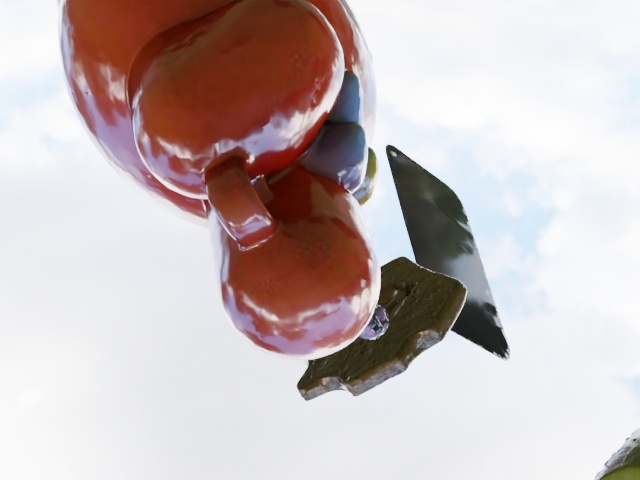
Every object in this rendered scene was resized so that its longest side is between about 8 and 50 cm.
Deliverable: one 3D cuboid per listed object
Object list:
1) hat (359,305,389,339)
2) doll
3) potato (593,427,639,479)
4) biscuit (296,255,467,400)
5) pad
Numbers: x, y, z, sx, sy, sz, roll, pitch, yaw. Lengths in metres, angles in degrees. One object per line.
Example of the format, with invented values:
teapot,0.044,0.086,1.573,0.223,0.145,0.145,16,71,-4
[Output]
hat,0.002,-0.001,1.001,0.140,0.129,0.227,-36,-92,-24
doll,-0.041,-0.073,0.434,0.130,0.161,0.290,-28,-141,6
potato,0.343,0.303,1.027,0.141,0.176,0.298,13,-127,48
biscuit,0.058,0.108,1.130,0.215,0.034,0.182,-41,-152,-14
pad,0.213,0.041,1.676,0.315,0.063,0.375,30,-142,-40
